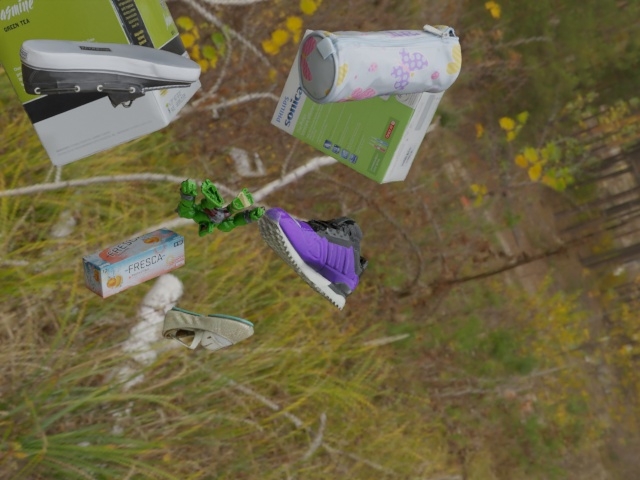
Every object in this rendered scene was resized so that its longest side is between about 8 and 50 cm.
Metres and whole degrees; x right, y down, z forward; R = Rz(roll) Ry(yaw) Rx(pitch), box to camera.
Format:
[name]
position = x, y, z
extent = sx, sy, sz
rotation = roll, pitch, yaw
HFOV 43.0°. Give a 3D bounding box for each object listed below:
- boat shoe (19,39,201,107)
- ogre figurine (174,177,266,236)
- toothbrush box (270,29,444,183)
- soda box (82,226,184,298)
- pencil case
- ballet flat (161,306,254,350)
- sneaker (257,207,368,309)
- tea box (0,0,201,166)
[boat shoe]
position = -0.271, -0.209, 1.057
extent = 0.228, 0.076, 0.080
rotation = -3, 31, -29
[ogre figurine]
position = -0.227, -0.067, 1.735
extent = 0.197, 0.118, 0.097
rotation = -1, 68, -43
[toothbrush box]
position = 0.071, -0.268, 1.629
extent = 0.283, 0.206, 0.122
rotation = 30, 20, 21
[soda box]
position = -0.332, 0.037, 1.453
extent = 0.183, 0.058, 0.063
rotation = -25, 128, -43
[pencil case]
position = 0.098, -0.287, 1.313
extent = 0.273, 0.124, 0.113
rotation = -12, 82, -30
[ballet flat]
position = -0.159, 0.130, 1.134
extent = 0.057, 0.168, 0.052
rotation = 37, 66, -42
[sneaker]
position = 0.000, 0.000, 1.519
extent = 0.102, 0.146, 0.293
rotation = 36, -9, 42
[tea box]
position = -0.392, -0.350, 1.423
extent = 0.329, 0.220, 0.323
rotation = -84, 155, -68
